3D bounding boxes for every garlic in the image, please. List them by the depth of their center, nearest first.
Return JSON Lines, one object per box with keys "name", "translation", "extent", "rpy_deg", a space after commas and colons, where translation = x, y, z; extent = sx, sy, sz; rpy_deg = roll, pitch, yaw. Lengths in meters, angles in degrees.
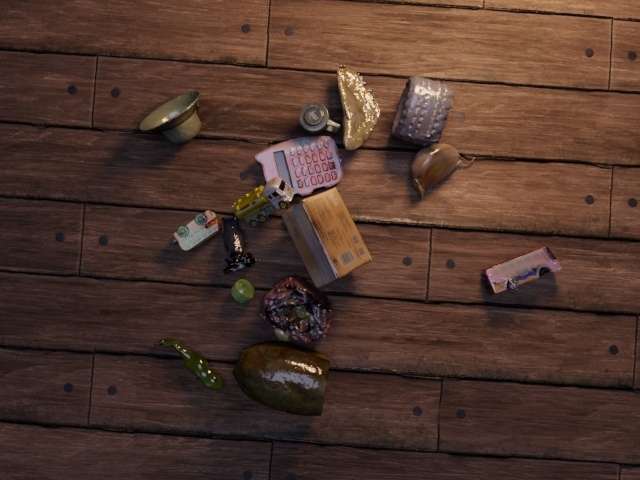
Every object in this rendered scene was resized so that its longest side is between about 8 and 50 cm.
{"name": "garlic", "translation": [0.451, -0.302, 1.768], "extent": [0.267, 0.148, 0.128], "rpy_deg": [-28, 53, 3]}

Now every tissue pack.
{"name": "tissue pack", "translation": [0.000, 0.000, 1.720], "extent": [0.239, 0.238, 0.305], "rpy_deg": [-26, 89, -1]}

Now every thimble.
{"name": "thimble", "translation": [0.371, -0.468, 1.709], "extent": [0.172, 0.205, 0.236], "rpy_deg": [17, 80, -1]}

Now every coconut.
{"name": "coconut", "translation": [-0.289, 0.188, 1.757], "extent": [0.096, 0.088, 0.087], "rpy_deg": [-41, 89, 28]}

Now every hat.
{"name": "hat", "translation": [-0.522, -0.429, 1.730], "extent": [0.257, 0.257, 0.130], "rpy_deg": [-30, 125, -1]}

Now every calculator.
{"name": "calculator", "translation": [-0.070, -0.279, 1.787], "extent": [0.330, 0.048, 0.219], "rpy_deg": [-13, 88, -3]}

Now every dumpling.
{"name": "dumpling", "translation": [0.134, -0.487, 1.768], "extent": [0.166, 0.086, 0.331], "rpy_deg": [2, 81, -28]}

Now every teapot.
{"name": "teapot", "translation": [-0.002, -0.452, 1.758], "extent": [0.149, 0.108, 0.111], "rpy_deg": [-7, 88, 4]}

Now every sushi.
{"name": "sushi", "translation": [-0.087, 0.268, 1.712], "extent": [0.270, 0.171, 0.236], "rpy_deg": [40, 89, -1]}

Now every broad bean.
{"name": "broad bean", "translation": [-0.492, 0.464, 1.767], "extent": [0.318, 0.056, 0.098], "rpy_deg": [29, 95, 5]}

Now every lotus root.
{"name": "lotus root", "translation": [-0.139, 0.487, 1.684], "extent": [0.346, 0.250, 0.250], "rpy_deg": [17, 89, 3]}

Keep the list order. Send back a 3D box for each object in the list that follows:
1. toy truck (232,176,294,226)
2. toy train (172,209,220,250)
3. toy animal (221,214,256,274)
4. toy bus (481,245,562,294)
{"name": "toy truck", "translation": [-0.209, -0.142, 1.710], "extent": [0.227, 0.098, 0.114], "rpy_deg": [-28, 118, 26]}
{"name": "toy train", "translation": [-0.464, -0.034, 1.767], "extent": [0.188, 0.072, 0.099], "rpy_deg": [-36, 95, -1]}
{"name": "toy animal", "translation": [-0.331, 0.011, 1.744], "extent": [0.121, 0.117, 0.209], "rpy_deg": [-18, 91, 6]}
{"name": "toy bus", "translation": [0.752, 0.116, 1.761], "extent": [0.274, 0.090, 0.112], "rpy_deg": [-21, 80, -2]}
